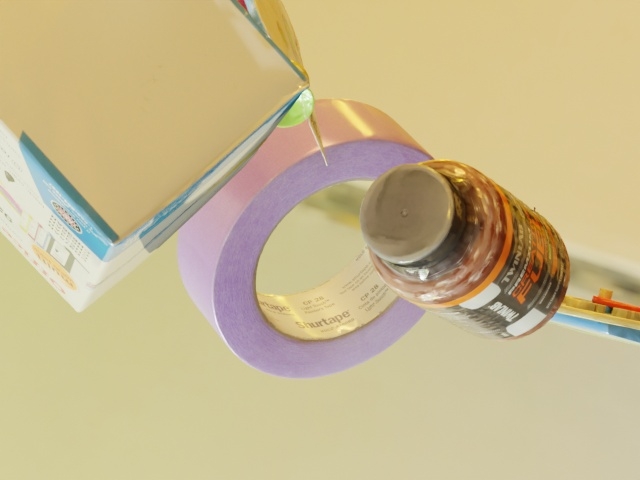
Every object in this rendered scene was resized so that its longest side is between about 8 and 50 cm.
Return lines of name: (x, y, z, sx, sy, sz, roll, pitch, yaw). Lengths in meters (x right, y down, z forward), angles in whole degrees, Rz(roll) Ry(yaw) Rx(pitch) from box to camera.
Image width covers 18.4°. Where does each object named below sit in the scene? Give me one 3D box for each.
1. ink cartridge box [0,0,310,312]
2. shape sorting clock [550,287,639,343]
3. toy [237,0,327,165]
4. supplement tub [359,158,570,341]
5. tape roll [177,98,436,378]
ink cartridge box: (-0.143, -0.083, 1.294, 0.168, 0.171, 0.232, -42, -1, -17)
shape sorting clock: (0.242, 0.062, 1.709, 0.206, 0.206, 0.040, 35, -110, -83)
toy: (-0.054, -0.168, 1.556, 0.237, 0.056, 0.137, -110, -4, -51)
supplement tub: (0.099, 0.005, 1.400, 0.198, 0.106, 0.106, 27, -100, -60)
tape roll: (0.000, 0.000, 1.956, 0.090, 0.275, 0.274, 47, 130, 48)
